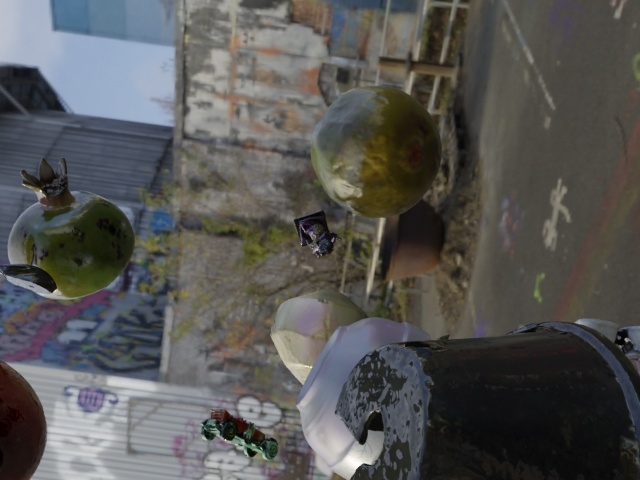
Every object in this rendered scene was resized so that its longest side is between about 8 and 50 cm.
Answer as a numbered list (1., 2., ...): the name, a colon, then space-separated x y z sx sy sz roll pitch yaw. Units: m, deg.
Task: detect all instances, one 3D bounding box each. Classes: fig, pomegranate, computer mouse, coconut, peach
1. fig: 0.124 -0.227 1.761 0.343 0.344 0.343 -173 90 -90
2. pomegranate: -0.589 -0.019 1.686 0.290 0.291 0.323 -83 9 -58
3. computer mouse: -0.625 0.074 1.503 0.079 0.135 0.047 119 167 -65
4. coconut: 0.007 0.234 1.736 0.259 0.259 0.259 -173 90 -90
5. peach: -0.721 0.373 1.356 0.335 0.310 0.406 -53 -44 -26

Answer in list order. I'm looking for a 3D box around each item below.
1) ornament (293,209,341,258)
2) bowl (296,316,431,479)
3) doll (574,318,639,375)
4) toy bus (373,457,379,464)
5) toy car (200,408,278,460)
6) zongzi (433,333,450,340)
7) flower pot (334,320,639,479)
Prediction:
1. ornament: 0.007 -0.004 1.691 0.203 0.081 0.088 -139 30 -68
2. bowl: 0.057 0.248 1.207 0.287 0.144 0.287 -60 1 2
3. doll: 0.574 0.342 1.303 0.161 0.348 0.423 41 -153 -59
4. toy bus: 0.185 0.476 1.317 0.289 0.157 0.139 48 136 44
5. toy car: -0.141 0.347 1.252 0.073 0.143 0.054 -15 51 44
6. zongzi: 0.347 0.330 2.089 0.055 0.119 0.109 53 -175 -15
7. flower pot: 0.171 0.245 0.821 0.379 0.251 0.379 -53 27 41
